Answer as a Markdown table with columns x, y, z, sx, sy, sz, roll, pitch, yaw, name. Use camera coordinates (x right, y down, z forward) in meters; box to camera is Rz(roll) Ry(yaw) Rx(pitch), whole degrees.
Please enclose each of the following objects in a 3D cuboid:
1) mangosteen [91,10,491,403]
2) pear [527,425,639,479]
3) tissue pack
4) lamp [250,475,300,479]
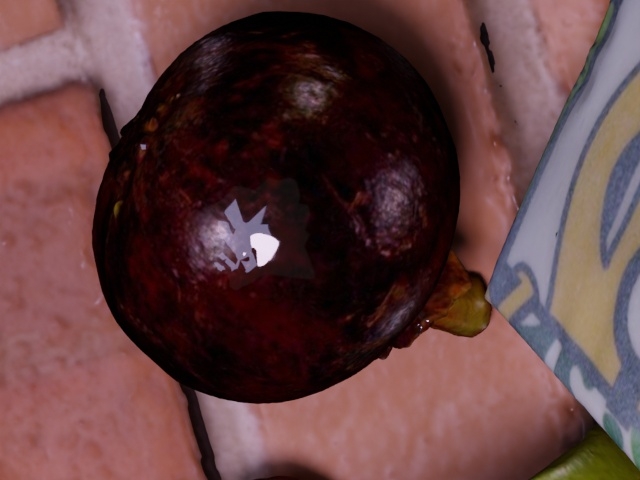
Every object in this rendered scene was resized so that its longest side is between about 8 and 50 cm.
| x | y | z | sx | sy | sz | roll | pitch | yaw | name |
| --- | --- | --- | --- | --- | --- | --- | --- | --- | --- |
| 0.000 | 0.000 | 0.987 | 0.261 | 0.235 | 0.235 | 30 | 114 | -22 | mangosteen |
| 0.092 | 0.272 | 0.955 | 0.176 | 0.282 | 0.286 | 48 | 114 | 16 | pear |
| 0.227 | 0.010 | 0.841 | 0.128 | 0.311 | 0.228 | 12 | 112 | -25 | tissue pack |
| -0.029 | 0.199 | 1.092 | 0.101 | 0.090 | 0.101 | -4 | 122 | -7 | lamp |
